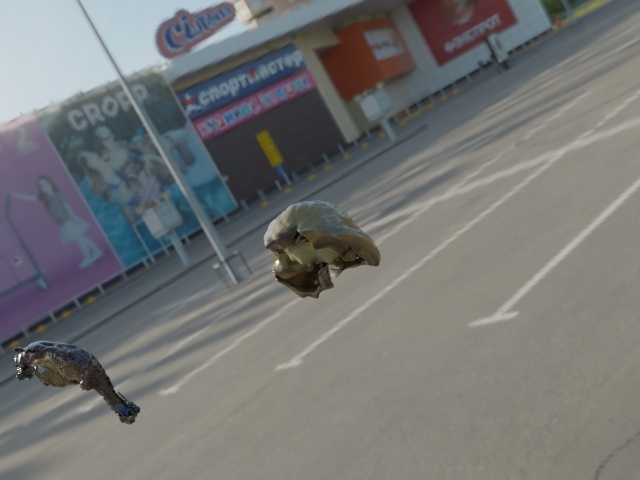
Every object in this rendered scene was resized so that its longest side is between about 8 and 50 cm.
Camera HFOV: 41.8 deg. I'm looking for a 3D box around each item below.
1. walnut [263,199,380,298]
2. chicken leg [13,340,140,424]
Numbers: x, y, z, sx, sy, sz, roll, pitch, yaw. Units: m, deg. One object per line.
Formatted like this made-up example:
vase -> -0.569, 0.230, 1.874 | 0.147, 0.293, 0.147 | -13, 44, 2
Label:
walnut -> -0.011, -0.003, 1.575 | 0.238, 0.204, 0.141 | -30, 44, 46
chicken leg -> -0.426, 0.241, 1.469 | 0.106, 0.253, 0.051 | -69, -9, 24
